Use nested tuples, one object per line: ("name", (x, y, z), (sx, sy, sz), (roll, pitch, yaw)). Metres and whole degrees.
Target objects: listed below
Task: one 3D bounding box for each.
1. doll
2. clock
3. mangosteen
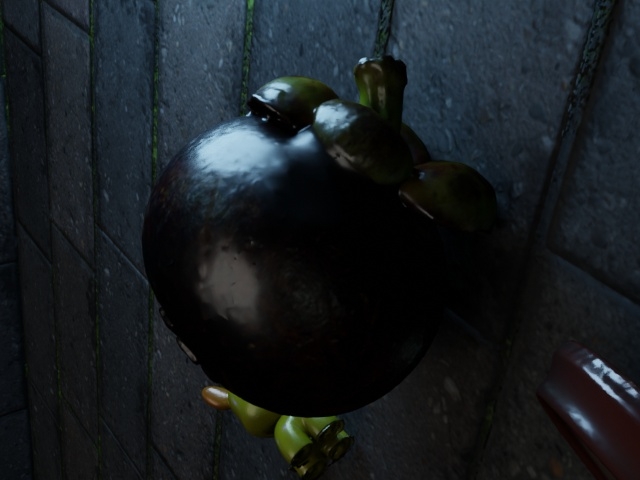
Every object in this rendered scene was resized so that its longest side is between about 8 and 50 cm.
("doll", (-0.060, 0.209, 1.105), (0.221, 0.143, 0.135), (44, 170, 36))
("clock", (0.261, 0.191, 0.545), (0.318, 0.080, 0.318), (52, -177, -3))
("mangosteen", (-0.011, 0.009, 0.825), (0.330, 0.330, 0.330), (26, 123, 49))
